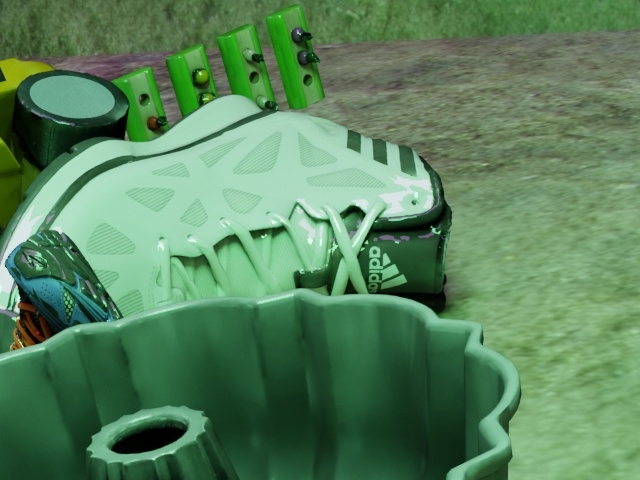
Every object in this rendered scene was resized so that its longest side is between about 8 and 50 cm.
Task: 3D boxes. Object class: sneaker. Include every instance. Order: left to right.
[{"bbox_3d":[-0.155,0.079,0.834,0.087,0.221,0.083,-30,57,-18],"label":"sneaker"},{"bbox_3d":[-0.046,0.003,1.058,0.257,0.169,0.447,9,28,24],"label":"sneaker"}]

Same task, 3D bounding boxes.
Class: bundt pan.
[{"bbox_3d":[-0.064,0.139,0.626,0.331,0.124,0.331,-10,19,4],"label":"bundt pan"}]

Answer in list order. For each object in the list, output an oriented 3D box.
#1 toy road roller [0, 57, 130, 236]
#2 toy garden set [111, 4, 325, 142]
[{"bbox_3d":[-0.336,-0.051,1.173,0.329,0.202,0.240,-22,47,-40],"label":"toy road roller"},{"bbox_3d":[-0.080,-0.115,1.472,0.244,0.203,0.049,-29,25,-32],"label":"toy garden set"}]
